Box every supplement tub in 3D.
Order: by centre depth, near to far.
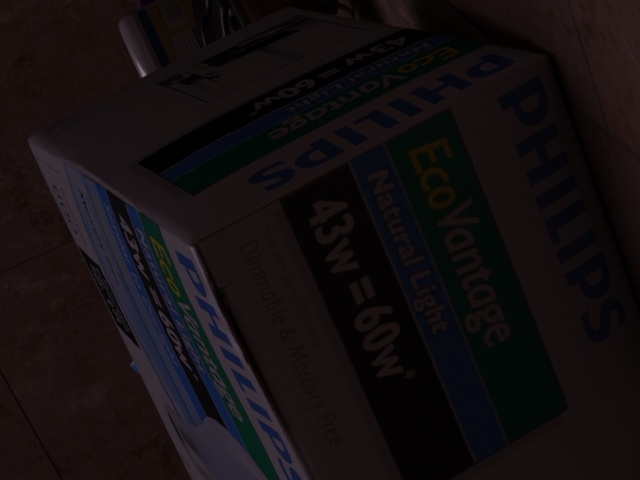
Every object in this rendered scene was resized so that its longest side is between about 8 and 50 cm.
[{"bbox_3d":[-0.091,-0.202,1.599,0.144,0.199,0.144,155,90,-87],"label":"supplement tub"}]

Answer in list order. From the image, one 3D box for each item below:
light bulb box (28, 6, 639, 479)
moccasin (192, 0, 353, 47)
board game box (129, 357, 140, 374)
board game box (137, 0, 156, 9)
[{"bbox_3d":[0.022,0.062,1.000,0.361,0.225,0.358,27,143,64],"label":"light bulb box"},{"bbox_3d":[-0.047,-0.236,1.380,0.139,0.147,0.380,95,157,-54],"label":"moccasin"},{"bbox_3d":[-0.012,0.156,1.684,0.308,0.086,0.302,40,145,-11],"label":"board game box"},{"bbox_3d":[-0.212,-0.315,1.970,0.208,0.056,0.347,169,98,-80],"label":"board game box"}]
